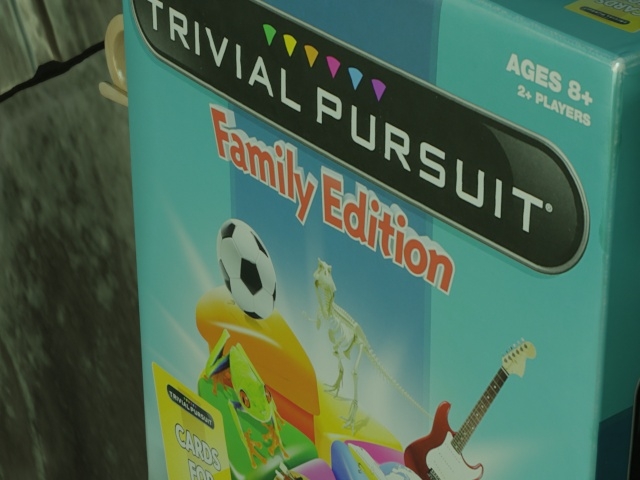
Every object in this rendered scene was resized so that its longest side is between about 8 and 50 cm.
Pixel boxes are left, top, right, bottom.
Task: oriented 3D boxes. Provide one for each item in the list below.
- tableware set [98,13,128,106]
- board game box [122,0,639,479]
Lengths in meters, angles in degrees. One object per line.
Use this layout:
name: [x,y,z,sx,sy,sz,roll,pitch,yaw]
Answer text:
tableware set: [-0.068,-0.107,0.999,0.141,0.020,0.168,36,136,41]
board game box: [0.031,0.043,0.703,0.254,0.079,0.336,31,132,45]
